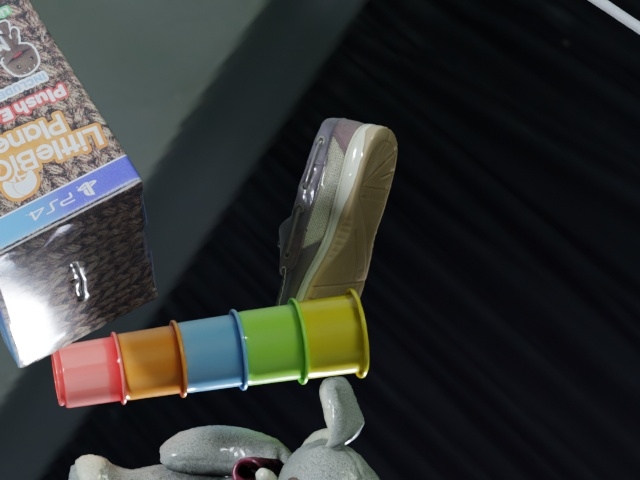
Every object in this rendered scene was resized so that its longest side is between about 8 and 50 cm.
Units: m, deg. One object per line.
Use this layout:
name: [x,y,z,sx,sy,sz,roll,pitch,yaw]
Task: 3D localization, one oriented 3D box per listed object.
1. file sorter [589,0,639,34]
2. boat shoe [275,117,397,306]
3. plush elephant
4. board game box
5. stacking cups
file sorter: [0.305,-0.277,1.288,0.193,0.173,0.277,-22,141,-46]
boat shoe: [0.000,0.000,2.081,0.103,0.092,0.285,10,99,-56]
plush elephant: [-0.044,0.280,1.819,0.330,0.272,0.255,-9,159,-22]
board game box: [-0.275,-0.078,1.609,0.141,0.291,0.232,-28,158,-14]
stacking cups: [-0.114,0.115,1.908,0.316,0.096,0.096,-7,131,-9]
